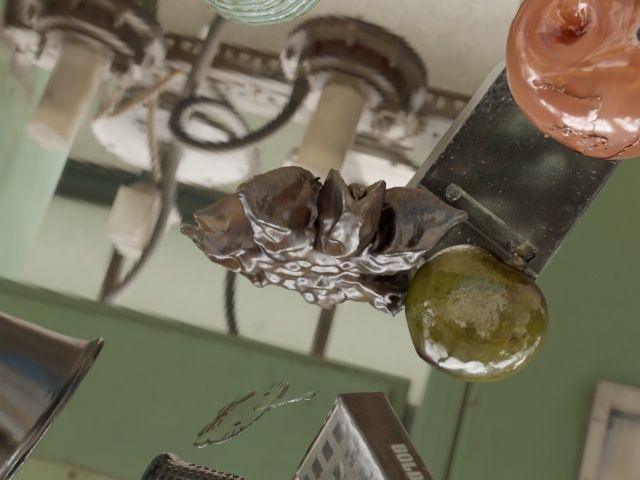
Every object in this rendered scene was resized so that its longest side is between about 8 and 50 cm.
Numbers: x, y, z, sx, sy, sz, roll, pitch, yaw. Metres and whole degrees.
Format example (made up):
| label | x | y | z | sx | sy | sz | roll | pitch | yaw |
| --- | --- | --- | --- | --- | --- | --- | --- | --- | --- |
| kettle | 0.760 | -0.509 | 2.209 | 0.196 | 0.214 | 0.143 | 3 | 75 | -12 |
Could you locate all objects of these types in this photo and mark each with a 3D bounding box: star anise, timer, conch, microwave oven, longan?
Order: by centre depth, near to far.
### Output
| label | x | y | z | sx | sy | sz | roll | pitch | yaw |
| --- | --- | --- | --- | --- | --- | --- | --- | --- | --- |
| conch | -0.055 | -0.233 | 1.114 | 0.135 | 0.153 | 0.102 | 25 | 126 | 5 |
| longan | 0.174 | 0.070 | 1.390 | 0.155 | 0.176 | 0.145 | 46 | 174 | 8 |
| star anise | 0.019 | 0.004 | 1.395 | 0.315 | 0.108 | 0.315 | 9 | 154 | 5 |
| timer | 0.334 | -0.210 | 1.496 | 0.229 | 0.229 | 0.215 | -8 | 158 | 45 |
| microwave oven | 0.289 | -0.088 | 2.117 | 0.236 | 0.432 | 0.374 | 38 | 168 | 0 |

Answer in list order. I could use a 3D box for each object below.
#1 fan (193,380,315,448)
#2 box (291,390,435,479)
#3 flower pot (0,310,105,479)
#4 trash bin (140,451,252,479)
| label | x | y | z | sx | sy | sz | roll | pitch | yaw |
| --- | --- | --- | --- | --- | --- | --- | --- | --- | --- |
| fan | -0.032 | 0.089 | 0.681 | 0.083 | 0.056 | 0.004 | -20 | 107 | 45 |
| box | 0.007 | 0.284 | 0.960 | 0.047 | 0.180 | 0.325 | -2 | 134 | -32 |
| flower pot | -0.382 | 0.175 | 1.552 | 0.148 | 0.235 | 0.235 | 35 | 154 | -9 |
| trash bin | -0.160 | 0.392 | 1.830 | 0.161 | 0.175 | 0.175 | 2 | 154 | 21 |
